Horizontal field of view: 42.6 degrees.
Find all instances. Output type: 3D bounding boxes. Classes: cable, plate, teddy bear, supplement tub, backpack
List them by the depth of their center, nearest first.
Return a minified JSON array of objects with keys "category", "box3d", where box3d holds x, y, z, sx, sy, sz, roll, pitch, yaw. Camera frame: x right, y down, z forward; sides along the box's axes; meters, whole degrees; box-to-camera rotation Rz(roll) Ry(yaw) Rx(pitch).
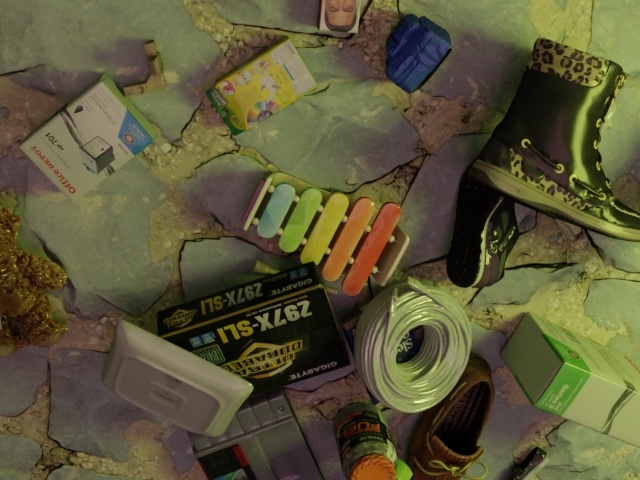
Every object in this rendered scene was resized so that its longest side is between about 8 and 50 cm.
[{"category":"backpack","box3d":[0.162,-0.332,1.455,0.101,0.098,0.120,32,118,-8]},{"category":"teddy bear","box3d":[-0.601,0.080,1.536,0.245,0.113,0.338,-24,121,11]},{"category":"plate","box3d":[-0.289,0.284,1.573,0.277,0.045,0.278,27,142,-3]},{"category":"cable","box3d":[0.183,0.211,1.638,0.257,0.089,0.257,24,90,-33]},{"category":"supplement tub","box3d":[0.095,0.435,1.710,0.117,0.190,0.117,-3,112,-7]}]

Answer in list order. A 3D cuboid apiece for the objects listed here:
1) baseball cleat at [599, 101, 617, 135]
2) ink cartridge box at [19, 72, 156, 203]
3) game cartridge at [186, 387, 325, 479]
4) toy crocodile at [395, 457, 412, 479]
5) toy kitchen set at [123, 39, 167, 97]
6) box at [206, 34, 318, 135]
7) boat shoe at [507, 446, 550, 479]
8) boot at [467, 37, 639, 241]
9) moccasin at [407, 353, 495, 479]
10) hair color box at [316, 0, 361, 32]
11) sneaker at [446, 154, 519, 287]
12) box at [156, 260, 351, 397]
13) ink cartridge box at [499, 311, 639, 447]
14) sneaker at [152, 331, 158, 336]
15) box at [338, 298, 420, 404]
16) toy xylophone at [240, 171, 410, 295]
[{"category":"baseball cleat","box3d":[0.483,-0.188,1.574,0.109,0.072,0.206,22,99,-7]},{"category":"ink cartridge box","box3d":[-0.409,-0.180,1.453,0.191,0.082,0.139,-37,112,7]},{"category":"game cartridge","box3d":[-0.125,0.502,1.785,0.230,0.068,0.355,-23,113,-2]},{"category":"toy crocodile","box3d":[0.151,0.616,1.814,0.105,0.115,0.340,15,118,32]},{"category":"toy kitchen set","box3d":[-0.313,-0.295,1.423,0.075,0.068,0.083,-13,113,-2]},{"category":"box","box3d":[-0.107,-0.275,1.472,0.179,0.043,0.105,-31,113,4]},{"category":"boat shoe","box3d":[0.462,0.527,1.876,0.040,0.049,0.142,44,100,-1]},{"category":"boot","box3d":[0.479,-0.171,1.473,0.377,0.138,0.284,20,96,-11]},{"category":"moccasin","box3d":[0.286,0.432,1.755,0.139,0.147,0.380,17,109,-13]},{"category":"hair color box","box3d":[0.035,-0.435,1.421,0.072,0.043,0.141,1,113,-9]},{"category":"sneaker","box3d":[0.336,-0.045,1.609,0.124,0.107,0.283,3,107,-40]},{"category":"box","box3d":[-0.124,0.194,1.602,0.322,0.079,0.257,-18,133,0]},{"category":"ink cartridge box","box3d":[0.549,0.289,1.694,0.289,0.211,0.121,23,107,-15]},{"category":"sneaker","box3d":[-0.299,0.210,1.645,0.134,0.051,0.070,-32,115,10]},{"category":"box","box3d":[0.135,0.227,1.690,0.136,0.036,0.225,-30,116,-18]},{"category":"toy xylophone","box3d":[0.000,0.000,1.577,0.323,0.081,0.236,14,110,-12]}]
